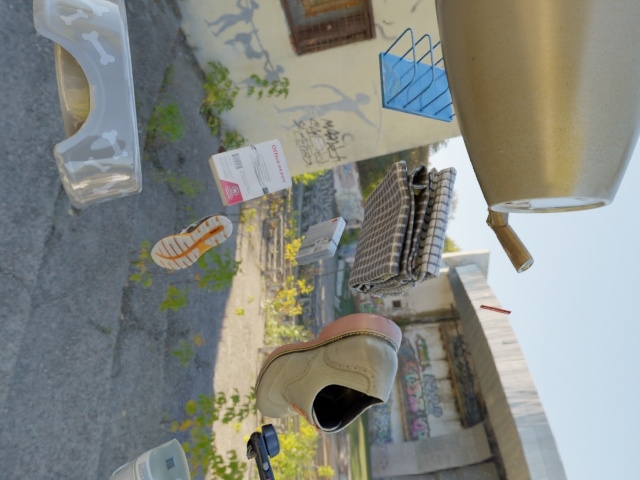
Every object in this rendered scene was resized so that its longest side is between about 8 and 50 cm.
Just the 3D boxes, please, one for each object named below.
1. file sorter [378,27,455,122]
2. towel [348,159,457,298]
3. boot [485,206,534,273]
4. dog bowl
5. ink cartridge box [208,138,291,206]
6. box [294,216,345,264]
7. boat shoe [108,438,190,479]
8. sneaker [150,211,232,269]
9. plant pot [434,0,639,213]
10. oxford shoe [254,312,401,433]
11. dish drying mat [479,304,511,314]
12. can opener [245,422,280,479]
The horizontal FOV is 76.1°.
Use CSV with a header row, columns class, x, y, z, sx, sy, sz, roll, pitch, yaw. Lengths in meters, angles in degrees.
class,x,y,z,sx,sy,sz,roll,pitch,yaw
file sorter,0.216,-0.320,0.798,0.104,0.170,0.118,157,-66,-63
towel,0.150,-0.011,0.843,0.283,0.121,0.235,126,-20,-72
boot,0.800,-0.025,1.707,0.236,0.089,0.269,55,13,-60
dog bowl,-0.354,-0.227,0.657,0.349,0.102,0.348,175,-90,-69
ink cartridge box,-0.241,-0.234,1.414,0.100,0.237,0.172,5,-67,67
box,0.000,0.000,1.444,0.038,0.145,0.186,56,34,-28
boat shoe,-0.268,0.370,0.647,0.227,0.081,0.079,95,-27,-64
sneaker,-0.303,-0.001,0.981,0.083,0.215,0.084,-104,169,-67
plant pot,0.268,-0.175,0.484,0.256,0.256,0.274,24,67,-79
oxford shoe,-0.019,0.269,0.735,0.140,0.397,0.146,30,43,-16
dish drying mat,0.513,0.204,1.201,0.032,0.083,0.008,63,40,-66
can opener,-0.111,0.485,0.852,0.059,0.073,0.186,151,-72,-77
